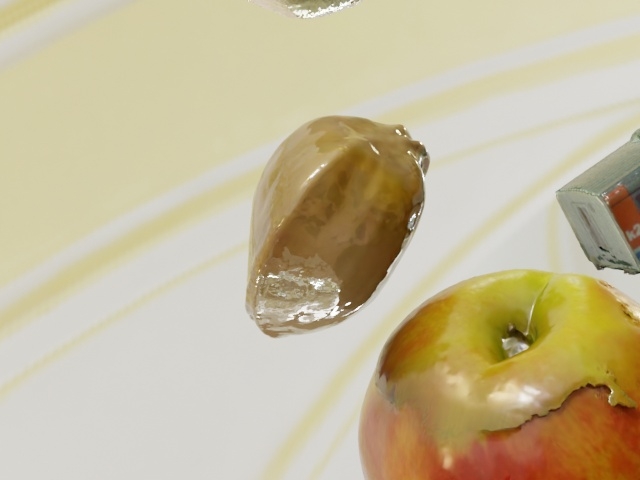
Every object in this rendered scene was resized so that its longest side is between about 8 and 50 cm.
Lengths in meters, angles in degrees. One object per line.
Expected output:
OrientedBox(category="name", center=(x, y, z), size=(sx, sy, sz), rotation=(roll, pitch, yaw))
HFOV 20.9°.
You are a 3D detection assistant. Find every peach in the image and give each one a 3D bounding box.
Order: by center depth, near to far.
OrientedBox(category="peach", center=(0.211, 0.211, 1.672), size=(0.370, 0.370, 0.370), rotation=(-20, -60, -40))

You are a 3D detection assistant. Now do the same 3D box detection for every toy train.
OrientedBox(category="toy train", center=(0.361, -0.117, 1.292), size=(0.409, 0.086, 0.089), rotation=(-35, -77, -12))

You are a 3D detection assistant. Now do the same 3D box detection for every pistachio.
OrientedBox(category="pistachio", center=(0.000, 0.000, 1.678), size=(0.212, 0.163, 0.260), rotation=(-17, -39, -45))

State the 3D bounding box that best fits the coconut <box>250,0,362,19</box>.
OrientedBox(category="coconut", center=(-0.019, -0.314, 1.761), size=(0.194, 0.194, 0.194), rotation=(-20, -60, -40))
